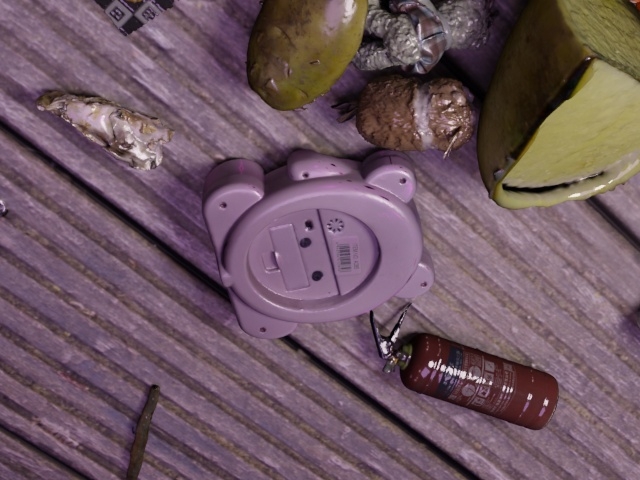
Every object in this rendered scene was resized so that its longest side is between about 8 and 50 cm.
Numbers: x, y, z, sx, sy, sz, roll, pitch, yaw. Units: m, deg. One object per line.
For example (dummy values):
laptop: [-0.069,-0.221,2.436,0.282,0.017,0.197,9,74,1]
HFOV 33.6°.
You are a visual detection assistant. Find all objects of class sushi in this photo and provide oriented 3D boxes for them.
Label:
sushi: [-0.271,-0.372,1.410,0.139,0.031,0.201,-32,118,18]

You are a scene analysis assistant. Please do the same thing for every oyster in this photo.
oyster: [-0.304,-0.174,1.540,0.106,0.061,0.200,-45,117,6]

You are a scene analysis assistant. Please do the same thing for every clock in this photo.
clock: [0.000,0.000,1.610,0.322,0.113,0.295,-12,122,5]

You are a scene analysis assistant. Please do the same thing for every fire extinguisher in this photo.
fire extinguisher: [0.227,0.203,1.760,0.344,0.102,0.138,20,88,-12]

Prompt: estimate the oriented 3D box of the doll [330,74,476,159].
doll: [0.110,-0.180,1.465,0.221,0.115,0.105,15,140,27]

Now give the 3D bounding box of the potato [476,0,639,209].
potato: [0.321,-0.199,1.442,0.330,0.212,0.280,7,140,-41]

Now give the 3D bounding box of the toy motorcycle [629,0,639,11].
toy motorcycle: [0.507,-0.369,1.332,0.221,0.148,0.325,-9,122,-42]

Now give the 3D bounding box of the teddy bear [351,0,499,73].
teddy bear: [0.139,-0.285,1.424,0.213,0.111,0.133,-6,127,5]

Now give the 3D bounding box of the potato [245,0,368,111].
potato: [-0.015,-0.282,1.413,0.149,0.113,0.251,43,122,21]

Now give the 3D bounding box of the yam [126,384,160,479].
yam: [-0.319,0.345,1.886,0.027,0.029,0.234,-3,126,-31]

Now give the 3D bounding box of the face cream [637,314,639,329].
face cream: [0.624,0.079,1.671,0.101,0.101,0.251,32,117,-19]
